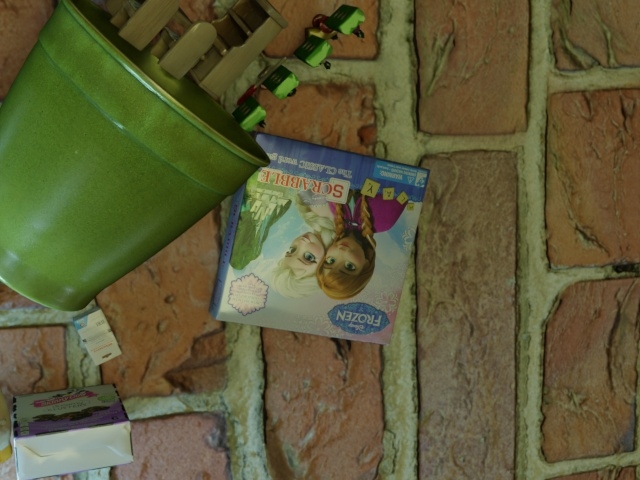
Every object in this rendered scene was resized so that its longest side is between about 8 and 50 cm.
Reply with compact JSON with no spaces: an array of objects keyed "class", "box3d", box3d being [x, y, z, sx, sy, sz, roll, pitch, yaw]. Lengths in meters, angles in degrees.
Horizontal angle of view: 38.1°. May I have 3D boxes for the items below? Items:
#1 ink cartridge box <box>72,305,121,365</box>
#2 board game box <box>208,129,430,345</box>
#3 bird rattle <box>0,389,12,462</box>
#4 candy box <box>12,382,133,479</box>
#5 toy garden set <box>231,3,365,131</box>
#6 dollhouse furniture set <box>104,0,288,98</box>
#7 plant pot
[{"class":"ink cartridge box","box3d":[-0.360,0.154,1.497,0.048,0.028,0.083,-25,106,-13]},{"class":"board game box","box3d":[0.000,0.000,1.569,0.319,0.066,0.317,10,96,-19]},{"class":"bird rattle","box3d":[-0.526,0.224,1.363,0.143,0.207,0.253,-21,119,-55]},{"class":"candy box","box3d":[-0.384,0.289,1.423,0.165,0.196,0.070,-6,100,-18]},{"class":"toy garden set","box3d":[-0.036,-0.267,1.453,0.244,0.204,0.049,-44,110,3]},{"class":"dollhouse furniture set","box3d":[-0.194,-0.348,1.360,0.161,0.212,0.242,-45,137,10]},{"class":"plant pot","box3d":[-0.323,-0.099,1.322,0.366,0.366,0.353,39,97,-20]}]
